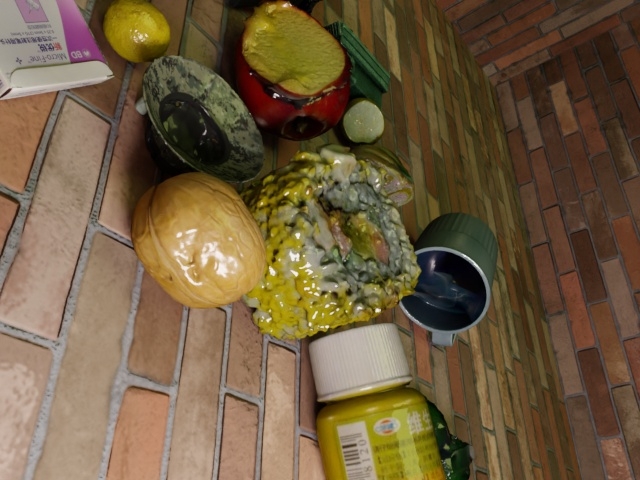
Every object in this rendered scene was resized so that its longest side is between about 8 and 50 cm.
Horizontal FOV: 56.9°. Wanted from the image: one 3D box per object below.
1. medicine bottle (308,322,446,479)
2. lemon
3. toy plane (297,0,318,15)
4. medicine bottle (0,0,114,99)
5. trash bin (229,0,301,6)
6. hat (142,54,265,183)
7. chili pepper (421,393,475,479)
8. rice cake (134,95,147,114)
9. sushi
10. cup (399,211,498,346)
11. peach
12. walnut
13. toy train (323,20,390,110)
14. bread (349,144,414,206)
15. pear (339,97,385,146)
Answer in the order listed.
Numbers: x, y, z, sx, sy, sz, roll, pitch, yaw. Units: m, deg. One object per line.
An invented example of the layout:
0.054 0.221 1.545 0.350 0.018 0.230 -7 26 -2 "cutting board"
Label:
0.104 0.368 1.134 0.224 0.224 0.385 10 62 -55 "medicine bottle"
-0.323 -0.371 1.047 0.133 0.109 0.109 55 33 -32 "lemon"
-0.058 -0.734 1.702 0.155 0.106 0.382 43 42 -9 "toy plane"
-0.434 -0.305 0.891 0.201 0.052 0.171 -37 103 -57 "medicine bottle"
-0.132 -0.676 1.475 0.236 0.101 0.177 -18 88 -33 "trash bin"
-0.235 -0.185 1.045 0.265 0.128 0.266 38 37 -36 "hat"
0.284 0.506 1.426 0.148 0.116 0.265 -12 80 -56 "chili pepper"
-0.290 -0.291 1.112 0.030 0.042 0.180 55 34 -25 "rice cake"
0.000 0.000 1.177 0.396 0.239 0.352 -12 85 -55 "sushi"
0.394 0.108 1.717 0.331 0.256 0.311 60 30 -10 "cup"
-0.082 -0.374 1.348 0.257 0.201 0.362 -11 62 -23 "peach"
-0.190 0.002 0.936 0.226 0.193 0.193 50 35 -15 "walnut"
0.083 -0.484 1.737 0.330 0.138 0.178 31 56 -48 "toy train"
0.161 -0.192 1.645 0.260 0.158 0.157 14 56 -56 "bread"
0.114 -0.338 1.705 0.141 0.141 0.104 62 -10 -10 "pear"
